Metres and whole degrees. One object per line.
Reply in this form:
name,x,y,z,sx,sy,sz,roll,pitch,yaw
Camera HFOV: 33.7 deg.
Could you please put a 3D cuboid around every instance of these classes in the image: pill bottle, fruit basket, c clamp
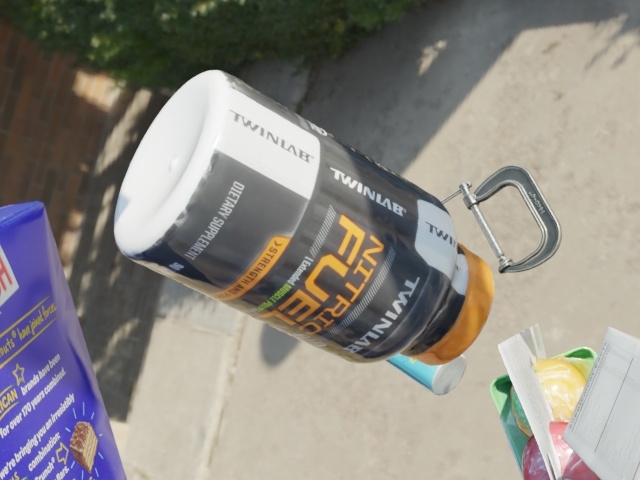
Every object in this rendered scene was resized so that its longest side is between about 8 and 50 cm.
pill bottle,0.000,0.000,0.698,0.130,0.245,0.130,-40,35,36
fruit basket,0.304,0.276,1.362,0.165,0.353,0.327,-23,83,22
c clamp,0.225,-0.022,1.324,0.137,0.022,0.161,-42,57,19

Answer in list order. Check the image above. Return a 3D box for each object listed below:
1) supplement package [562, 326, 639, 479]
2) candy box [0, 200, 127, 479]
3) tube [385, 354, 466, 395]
supplement package,0.342,0.182,1.006,0.244,0.133,0.139,-97,29,-86
candy box,-0.225,0.161,0.645,0.268,0.122,0.317,-57,-43,-73
tube,0.075,0.101,1.200,0.080,0.052,0.207,-44,48,-14
